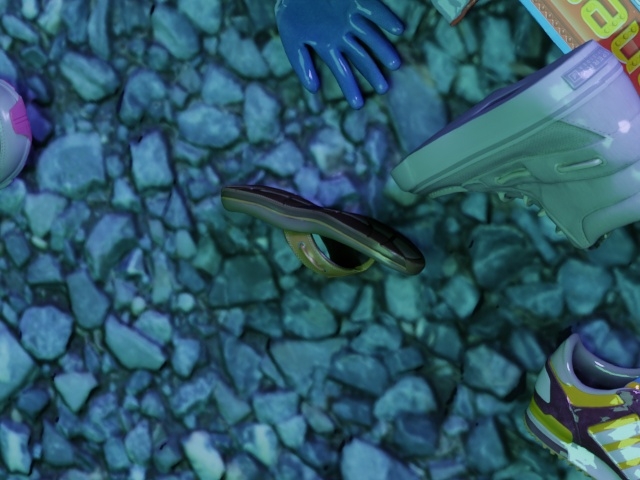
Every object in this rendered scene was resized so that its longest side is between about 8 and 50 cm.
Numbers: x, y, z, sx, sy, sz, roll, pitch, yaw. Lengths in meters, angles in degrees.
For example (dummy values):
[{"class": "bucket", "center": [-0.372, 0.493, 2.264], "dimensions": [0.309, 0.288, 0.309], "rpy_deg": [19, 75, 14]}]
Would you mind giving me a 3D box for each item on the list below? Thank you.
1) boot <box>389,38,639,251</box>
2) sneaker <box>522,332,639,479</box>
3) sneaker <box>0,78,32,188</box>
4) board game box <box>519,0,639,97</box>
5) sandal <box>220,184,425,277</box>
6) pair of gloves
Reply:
[{"class": "boot", "center": [0.142, -0.039, 1.197], "dimensions": [0.123, 0.095, 0.258], "rpy_deg": [54, 158, -5]}, {"class": "sneaker", "center": [0.233, 0.138, 1.254], "dimensions": [0.185, 0.069, 0.084], "rpy_deg": [29, 119, 17]}, {"class": "sneaker", "center": [-0.352, -0.070, 1.477], "dimensions": [0.252, 0.111, 0.103], "rpy_deg": [-12, 97, 29]}, {"class": "board game box", "center": [0.282, -0.209, 1.132], "dimensions": [0.302, 0.086, 0.308], "rpy_deg": [-43, 81, 28]}, {"class": "sandal", "center": [0.000, 0.000, 1.337], "dimensions": [0.180, 0.072, 0.049], "rpy_deg": [18, 99, 29]}, {"class": "pair of gloves", "center": [0.033, -0.199, 1.299], "dimensions": [0.198, 0.023, 0.159], "rpy_deg": [-41, 83, 30]}]
